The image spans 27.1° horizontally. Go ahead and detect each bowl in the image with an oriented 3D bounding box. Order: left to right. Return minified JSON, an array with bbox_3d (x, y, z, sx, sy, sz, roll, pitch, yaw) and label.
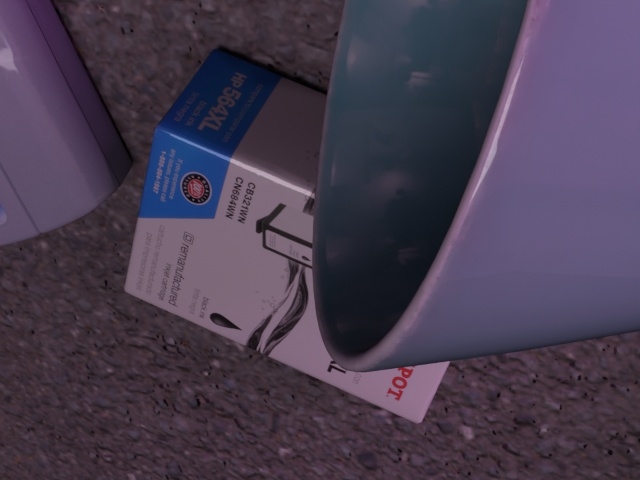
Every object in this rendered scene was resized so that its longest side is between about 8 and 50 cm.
[{"bbox_3d":[0.113,-0.085,0.541,0.163,0.311,0.311,12,136,-10],"label":"bowl"}]

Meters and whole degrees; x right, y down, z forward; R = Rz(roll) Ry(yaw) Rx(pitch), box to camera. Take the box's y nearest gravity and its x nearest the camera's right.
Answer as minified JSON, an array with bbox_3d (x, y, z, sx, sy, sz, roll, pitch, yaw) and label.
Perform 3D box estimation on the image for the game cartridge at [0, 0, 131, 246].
[{"bbox_3d":[-0.279,-0.080,0.873,0.297,0.062,0.198,-4,122,28],"label":"game cartridge"}]

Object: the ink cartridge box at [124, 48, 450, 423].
[{"bbox_3d":[0.000,0.000,0.787,0.203,0.086,0.148,24,135,6],"label":"ink cartridge box"}]
